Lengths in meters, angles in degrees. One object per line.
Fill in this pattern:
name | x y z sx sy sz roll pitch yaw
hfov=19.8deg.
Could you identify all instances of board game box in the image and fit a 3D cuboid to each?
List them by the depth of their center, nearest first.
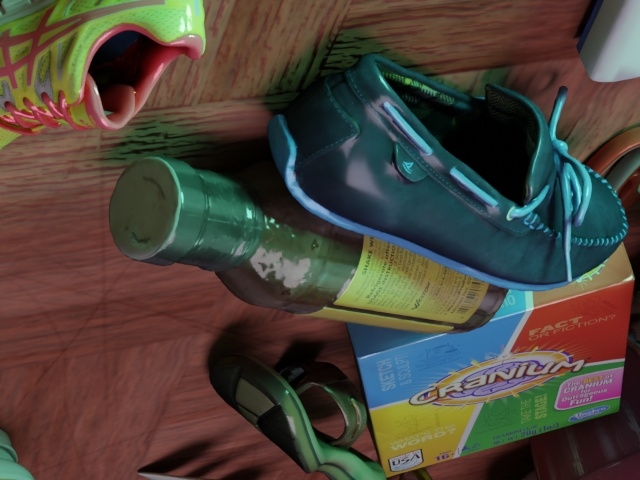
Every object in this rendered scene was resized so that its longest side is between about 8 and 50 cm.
board game box | 0.150 0.103 1.644 0.242 0.064 0.316 -16 154 -1

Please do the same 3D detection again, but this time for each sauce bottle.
sauce bottle | 0.000 0.000 1.306 0.111 0.111 0.344 -37 150 29

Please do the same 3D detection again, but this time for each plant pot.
plant pot | 0.294 0.215 1.854 0.201 0.180 0.201 -18 154 -9

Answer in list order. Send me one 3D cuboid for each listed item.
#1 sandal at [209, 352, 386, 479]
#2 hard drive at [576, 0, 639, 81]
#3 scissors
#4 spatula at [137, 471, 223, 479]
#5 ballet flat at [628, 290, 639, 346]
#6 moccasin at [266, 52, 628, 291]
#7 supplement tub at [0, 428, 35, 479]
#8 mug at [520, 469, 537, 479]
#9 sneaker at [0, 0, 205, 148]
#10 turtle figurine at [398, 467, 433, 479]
sandal | -0.007 0.148 1.611 0.086 0.120 0.303 -51 154 -3
hard drive | 0.305 -0.227 1.183 0.210 0.040 0.319 -13 152 -17
scissors | 0.216 -0.007 1.563 0.109 0.021 0.297 -5 151 -34
spatula | -0.029 0.247 1.726 0.242 0.019 0.168 2 158 26
ballet flat | 0.415 0.080 1.788 0.147 0.147 0.409 -33 155 21
moccasin | 0.120 -0.044 1.286 0.342 0.138 0.117 8 137 -47
supplement tub | -0.285 0.265 1.492 0.144 0.200 0.144 -18 154 -9
mug | 0.379 0.375 2.015 0.328 0.374 0.276 -12 138 -4
sneaker | -0.147 -0.093 1.037 0.208 0.094 0.081 -34 153 27
turtle figurine | 0.022 0.310 1.919 0.217 0.087 0.269 -36 141 7
